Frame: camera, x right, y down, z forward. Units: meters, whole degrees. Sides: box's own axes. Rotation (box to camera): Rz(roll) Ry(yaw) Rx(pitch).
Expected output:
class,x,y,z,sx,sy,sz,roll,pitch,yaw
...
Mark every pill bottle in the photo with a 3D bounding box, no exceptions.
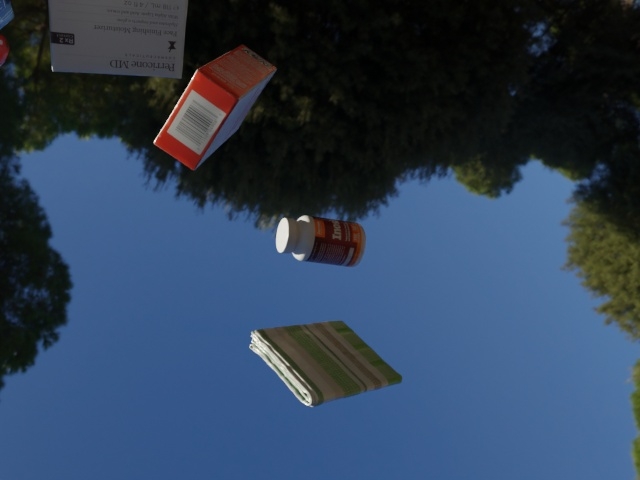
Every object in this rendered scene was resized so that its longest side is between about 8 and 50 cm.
class,x,y,z,sx,sy,sz,roll,pitch,yaw
pill bottle,0.000,0.000,1.273,0.152,0.086,0.086,7,-134,-22

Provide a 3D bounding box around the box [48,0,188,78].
class,x,y,z,sx,sy,sz,roll,pitch,yaw
box,-0.294,-0.326,0.994,0.181,0.119,0.182,-2,-145,-19

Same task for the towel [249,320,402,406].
class,x,y,z,sx,sy,sz,roll,pitch,yaw
towel,0.007,0.132,0.751,0.152,0.023,0.113,2,-148,-48

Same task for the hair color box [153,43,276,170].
class,x,y,z,sx,sy,sz,roll,pitch,yaw
hair color box,-0.108,-0.148,0.738,0.053,0.093,0.167,35,-156,-5

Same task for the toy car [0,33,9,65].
class,x,y,z,sx,sy,sz,roll,pitch,yaw
toy car,-0.532,-0.188,0.871,0.239,0.225,0.053,-15,-97,-40

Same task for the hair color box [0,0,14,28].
class,x,y,z,sx,sy,sz,roll,pitch,yaw
hair color box,-0.451,-0.340,0.759,0.174,0.347,0.105,45,-105,-13
